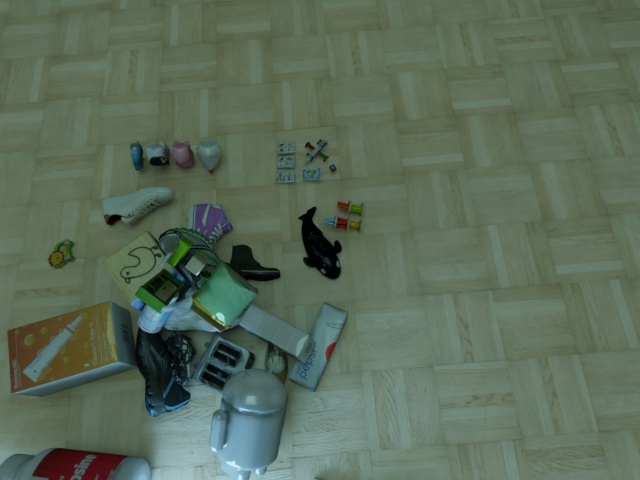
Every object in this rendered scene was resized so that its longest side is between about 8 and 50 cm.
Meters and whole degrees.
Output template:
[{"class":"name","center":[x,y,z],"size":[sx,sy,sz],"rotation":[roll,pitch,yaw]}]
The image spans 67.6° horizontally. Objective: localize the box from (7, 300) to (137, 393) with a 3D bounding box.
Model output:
[{"class":"box","center":[-0.829,0.368,1.613],"size":[0.345,0.168,0.215],"rotation":[-17,70,-4]}]

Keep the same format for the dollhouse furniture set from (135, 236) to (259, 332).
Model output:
[{"class":"dollhouse furniture set","center":[-0.376,0.164,1.495],"size":[0.301,0.151,0.197],"rotation":[38,109,-7]}]

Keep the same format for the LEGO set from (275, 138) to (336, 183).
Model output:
[{"class":"LEGO set","center":[-0.055,-0.316,1.929],"size":[0.244,0.060,0.182],"rotation":[-3,72,10]}]

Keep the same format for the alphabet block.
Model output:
[{"class":"alphabet block","center":[-0.606,0.120,1.690],"size":[0.192,0.193,0.197],"rotation":[-38,72,-14]}]

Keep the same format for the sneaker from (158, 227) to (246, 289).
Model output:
[{"class":"sneaker","center":[-0.404,0.085,1.630],"size":[0.343,0.146,0.134],"rotation":[38,108,-9]}]

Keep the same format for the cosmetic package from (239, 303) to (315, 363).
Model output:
[{"class":"cosmetic package","center":[-0.140,0.305,1.563],"size":[0.231,0.117,0.085],"rotation":[22,70,21]}]

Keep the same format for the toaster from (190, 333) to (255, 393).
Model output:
[{"class":"toaster","center":[-0.322,0.427,1.607],"size":[0.186,0.110,0.168],"rotation":[24,72,10]}]

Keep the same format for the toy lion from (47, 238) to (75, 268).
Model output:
[{"class":"toy lion","center":[-0.986,0.054,1.814],"size":[0.096,0.034,0.100],"rotation":[-15,69,4]}]

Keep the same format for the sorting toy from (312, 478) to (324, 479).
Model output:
[{"class":"sorting toy","center":[0.054,0.857,1.468],"size":[0.208,0.038,0.193],"rotation":[11,70,6]}]

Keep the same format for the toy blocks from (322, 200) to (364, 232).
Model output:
[{"class":"toy blocks","center":[0.086,-0.098,1.810],"size":[0.148,0.054,0.123],"rotation":[9,69,-9]}]

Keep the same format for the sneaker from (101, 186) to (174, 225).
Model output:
[{"class":"sneaker","center":[-0.694,-0.122,1.840],"size":[0.290,0.106,0.123],"rotation":[-14,73,8]}]

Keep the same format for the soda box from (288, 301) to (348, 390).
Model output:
[{"class":"soda box","center":[-0.003,0.362,1.632],"size":[0.098,0.091,0.286],"rotation":[23,72,10]}]

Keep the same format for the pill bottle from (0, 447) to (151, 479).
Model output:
[{"class":"pill bottle","center":[-0.745,0.752,1.431],"size":[0.408,0.229,0.229],"rotation":[4,69,3]}]

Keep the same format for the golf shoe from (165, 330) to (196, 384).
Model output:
[{"class":"golf shoe","center":[-0.447,0.389,1.591],"size":[0.077,0.094,0.198],"rotation":[-43,48,22]}]

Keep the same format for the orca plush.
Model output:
[{"class":"orca plush","center":[0.000,0.000,1.765],"size":[0.151,0.102,0.287],"rotation":[-9,69,-2]}]

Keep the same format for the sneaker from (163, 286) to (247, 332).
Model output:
[{"class":"sneaker","center":[-0.399,0.241,1.658],"size":[0.305,0.114,0.152],"rotation":[0,94,1]}]

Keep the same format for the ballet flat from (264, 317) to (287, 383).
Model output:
[{"class":"ballet flat","center":[-0.156,0.380,1.639],"size":[0.080,0.073,0.232],"rotation":[-4,69,-2]}]

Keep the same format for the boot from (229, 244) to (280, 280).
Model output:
[{"class":"boot","center":[-0.244,0.075,1.763],"size":[0.198,0.077,0.137],"rotation":[2,64,1]}]

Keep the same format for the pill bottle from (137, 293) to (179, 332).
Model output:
[{"class":"pill bottle","center":[-0.540,0.226,1.599],"size":[0.087,0.087,0.160],"rotation":[43,111,16]}]

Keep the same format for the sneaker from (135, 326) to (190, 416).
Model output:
[{"class":"sneaker","center":[-0.543,0.421,1.631],"size":[0.139,0.125,0.341],"rotation":[-5,61,-31]}]

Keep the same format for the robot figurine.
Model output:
[{"class":"robot figurine","center":[-0.214,0.550,1.470],"size":[0.200,0.300,0.353],"rotation":[14,96,35]}]

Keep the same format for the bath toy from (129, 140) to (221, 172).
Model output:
[{"class":"bath toy","center":[-0.565,-0.332,1.900],"size":[0.348,0.129,0.151],"rotation":[0,32,-3]}]

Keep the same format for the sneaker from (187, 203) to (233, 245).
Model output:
[{"class":"sneaker","center":[-0.410,-0.013,1.786],"size":[0.161,0.102,0.282],"rotation":[-2,69,-3]}]
